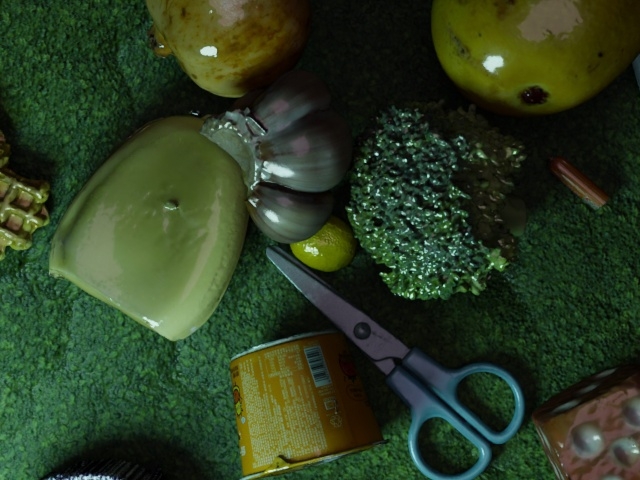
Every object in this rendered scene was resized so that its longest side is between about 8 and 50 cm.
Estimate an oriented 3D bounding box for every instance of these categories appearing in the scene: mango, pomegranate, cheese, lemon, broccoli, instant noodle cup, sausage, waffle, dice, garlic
[{"bbox_3d":[0.336,-0.370,1.621,0.300,0.232,0.446,26,76,30],"label":"mango"},{"bbox_3d":[-0.133,-0.319,1.625,0.248,0.248,0.248,0,88,-1],"label":"pomegranate"},{"bbox_3d":[-0.216,-0.035,1.658,0.259,0.128,0.316,32,84,3],"label":"cheese"},{"bbox_3d":[0.000,0.000,1.682,0.110,0.082,0.082,23,88,0],"label":"lemon"},{"bbox_3d":[0.164,-0.061,1.609,0.259,0.235,0.288,4,83,-2],"label":"broccoli"},{"bbox_3d":[-0.027,0.225,1.618,0.215,0.216,0.172,-14,79,-1],"label":"instant noodle cup"},{"bbox_3d":[0.371,-0.087,1.715,0.107,0.031,0.031,39,88,0],"label":"sausage"},{"bbox_3d":[-0.513,-0.090,1.692,0.249,0.056,0.253,-8,87,-1],"label":"waffle"},{"bbox_3d":[0.403,0.285,1.634,0.179,0.174,0.175,-29,89,3],"label":"dice"},{"bbox_3d":[-0.031,-0.118,1.586,0.191,0.160,0.214,-25,84,-46],"label":"garlic"}]

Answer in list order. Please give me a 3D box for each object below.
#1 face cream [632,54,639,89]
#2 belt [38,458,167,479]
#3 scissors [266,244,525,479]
[{"bbox_3d":[0.490,-0.275,1.710,0.084,0.057,0.198,-18,88,-1],"label":"face cream"},{"bbox_3d":[-0.295,0.466,1.641,0.260,0.122,0.325,-23,89,3],"label":"belt"},{"bbox_3d":[0.091,0.157,1.702,0.447,0.029,0.192,41,87,0],"label":"scissors"}]
